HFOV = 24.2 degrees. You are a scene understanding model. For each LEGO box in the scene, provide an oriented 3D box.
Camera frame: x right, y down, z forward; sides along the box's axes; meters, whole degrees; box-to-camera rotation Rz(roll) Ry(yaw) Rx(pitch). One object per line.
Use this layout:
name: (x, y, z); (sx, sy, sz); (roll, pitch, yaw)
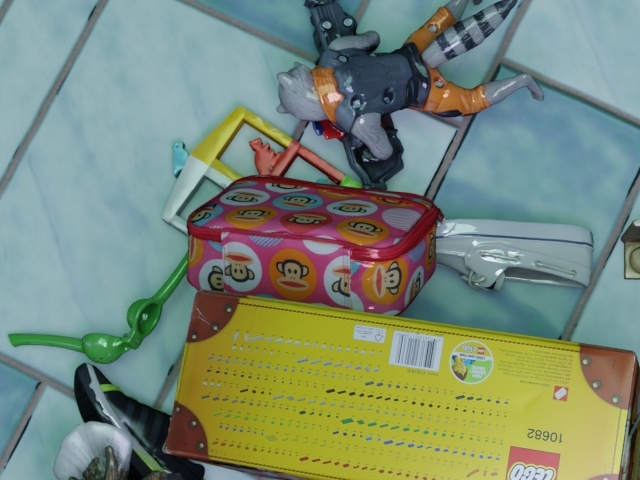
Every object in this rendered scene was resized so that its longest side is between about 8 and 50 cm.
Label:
LEGO box: (0.121, 0.212, 1.753); (0.500, 0.372, 0.193); (7, 79, 16)

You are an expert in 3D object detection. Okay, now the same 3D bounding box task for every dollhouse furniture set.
dollhouse furniture set: (0.469, 0.059, 1.928); (0.144, 0.123, 0.151); (1, 79, 4)

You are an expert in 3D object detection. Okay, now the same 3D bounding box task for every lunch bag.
lunch bag: (0.000, 0.000, 1.880); (0.293, 0.258, 0.120); (8, 111, 19)

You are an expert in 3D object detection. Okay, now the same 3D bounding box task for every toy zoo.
toy zoo: (-0.080, -0.052, 2.033); (0.293, 0.030, 0.192); (34, 83, 9)

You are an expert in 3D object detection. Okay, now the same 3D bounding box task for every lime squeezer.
lime squeezer: (-0.263, 0.100, 1.993); (0.310, 0.059, 0.110); (-30, 43, 5)

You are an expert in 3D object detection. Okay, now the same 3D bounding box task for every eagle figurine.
eagle figurine: (-0.231, 0.388, 1.852); (0.226, 0.298, 0.225); (21, 67, 23)

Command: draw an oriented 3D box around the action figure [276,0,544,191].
action figure: (0.086, -0.258, 1.992); (0.330, 0.178, 0.341); (-22, 76, -10)

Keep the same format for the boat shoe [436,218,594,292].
boat shoe: (0.226, 0.026, 1.970); (0.267, 0.096, 0.088); (3, 74, -4)

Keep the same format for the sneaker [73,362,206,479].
sneaker: (-0.235, 0.251, 1.973); (0.097, 0.084, 0.234); (-31, 78, -28)
